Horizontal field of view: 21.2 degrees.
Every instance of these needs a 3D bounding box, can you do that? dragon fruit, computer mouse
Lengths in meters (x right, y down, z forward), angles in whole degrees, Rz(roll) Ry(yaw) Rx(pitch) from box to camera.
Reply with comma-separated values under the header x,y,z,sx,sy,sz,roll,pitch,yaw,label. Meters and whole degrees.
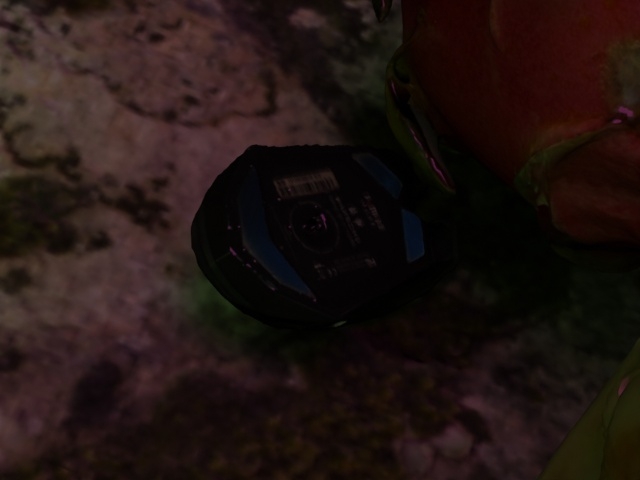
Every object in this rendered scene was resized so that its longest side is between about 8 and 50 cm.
x,y,z,sx,sy,sz,roll,pitch,yaw,label
0.129,-0.095,0.692,0.224,0.224,0.227,20,49,-4,dragon fruit
0.000,0.000,0.697,0.135,0.047,0.079,-15,73,-40,computer mouse

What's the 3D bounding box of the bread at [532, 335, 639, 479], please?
x,y,z,sx,sy,sz,roll,pitch,yaw,label
0.289,0.101,0.516,0.279,0.390,0.371,-31,71,-38,bread
